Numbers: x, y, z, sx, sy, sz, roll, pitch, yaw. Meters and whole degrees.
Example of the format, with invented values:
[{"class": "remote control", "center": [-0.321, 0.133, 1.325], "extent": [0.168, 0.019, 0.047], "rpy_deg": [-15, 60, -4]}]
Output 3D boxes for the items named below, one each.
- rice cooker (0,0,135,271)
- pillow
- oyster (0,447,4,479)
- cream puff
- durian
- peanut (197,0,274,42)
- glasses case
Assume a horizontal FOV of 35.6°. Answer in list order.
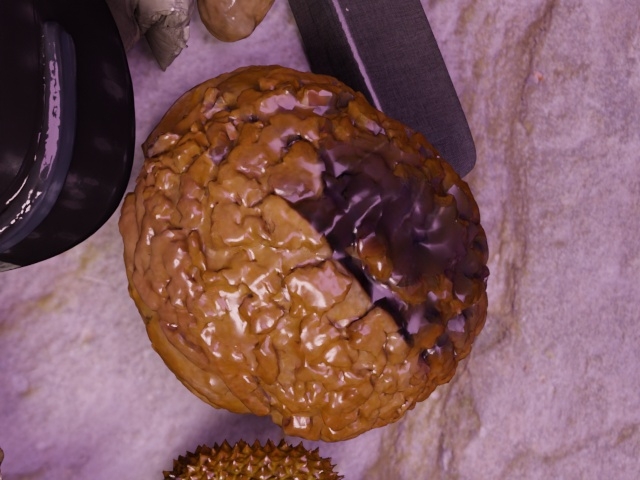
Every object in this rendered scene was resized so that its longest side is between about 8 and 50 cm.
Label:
[{"class": "rice cooker", "center": [-0.259, -0.092, 0.672], "extent": [0.224, 0.267, 0.267], "rpy_deg": [29, 53, -76]}, {"class": "pillow", "center": [-0.152, -0.257, 0.878], "extent": [0.078, 0.134, 0.181], "rpy_deg": [-5, 81, -24]}, {"class": "oyster", "center": [-0.270, 0.174, 0.685], "extent": [0.337, 0.133, 0.198], "rpy_deg": [45, 55, -21]}, {"class": "cream puff", "center": [0.000, 0.000, 0.861], "extent": [0.327, 0.231, 0.343], "rpy_deg": [-2, 80, -33]}, {"class": "durian", "center": [-0.063, 0.240, 0.813], "extent": [0.168, 0.137, 0.158], "rpy_deg": [2, 83, -4]}, {"class": "peanut", "center": [-0.080, -0.283, 0.961], "extent": [0.089, 0.089, 0.192], "rpy_deg": [11, 75, -34]}, {"class": "glasses case", "center": [0.056, -0.198, 1.044], "extent": [0.131, 0.074, 0.323], "rpy_deg": [-24, 94, -38]}]
